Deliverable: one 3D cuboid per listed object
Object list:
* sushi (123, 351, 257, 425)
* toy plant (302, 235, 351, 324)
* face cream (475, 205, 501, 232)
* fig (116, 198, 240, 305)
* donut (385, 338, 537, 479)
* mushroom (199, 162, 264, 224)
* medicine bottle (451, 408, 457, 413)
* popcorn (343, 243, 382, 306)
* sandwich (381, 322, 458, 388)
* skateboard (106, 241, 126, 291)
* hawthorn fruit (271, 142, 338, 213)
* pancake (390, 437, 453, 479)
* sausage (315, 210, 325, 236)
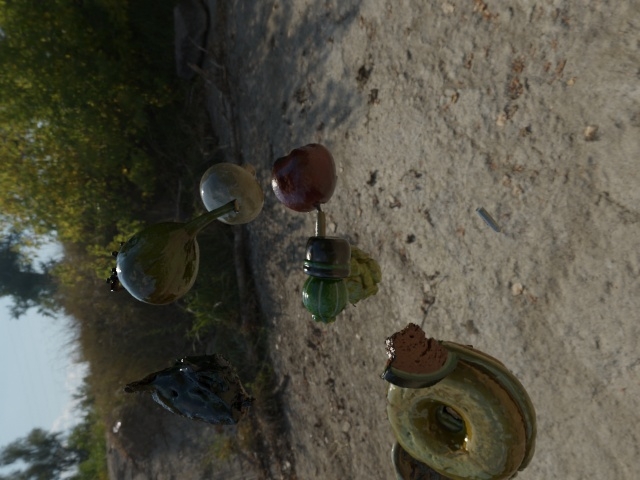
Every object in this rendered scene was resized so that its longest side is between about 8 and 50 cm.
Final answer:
[{"bbox_3d":[-0.267,0.315,0.891,0.140,0.286,0.149,85,-158,-65],"label":"sushi"},{"bbox_3d":[0.011,0.074,0.760,0.092,0.092,0.163,9,99,64],"label":"toy plant"},{"bbox_3d":[0.666,-0.080,1.594,0.130,0.034,0.034,44,155,-9],"label":"face cream"},{"bbox_3d":[-0.259,0.016,0.745,0.259,0.151,0.152,-34,60,23],"label":"fig"},{"bbox_3d":[0.390,0.492,1.179,0.448,0.198,0.450,10,107,36],"label":"donut"},{"bbox_3d":[-0.264,-0.163,1.270,0.215,0.207,0.207,-66,-2,-45],"label":"mushroom"},{"bbox_3d":[0.512,0.618,1.553,0.395,0.242,0.243,-78,6,-47],"label":"medicine bottle"},{"bbox_3d":[0.073,0.088,1.074,0.195,0.168,0.174,119,165,-72],"label":"popcorn"},{"bbox_3d":[0.228,0.302,1.008,0.159,0.235,0.079,54,132,19],"label":"sandwich"},{"bbox_3d":[-0.561,0.085,1.158,0.067,0.080,0.152,-34,44,30],"label":"skateboard"},{"bbox_3d":[-0.046,-0.184,1.355,0.230,0.210,0.266,-23,79,23],"label":"hawthorn fruit"},{"bbox_3d":[0.513,0.995,1.814,0.071,0.381,0.383,103,157,-81],"label":"pancake"},{"bbox_3d":[0.000,0.000,0.903,0.024,0.024,0.133,31,124,59],"label":"sausage"}]
